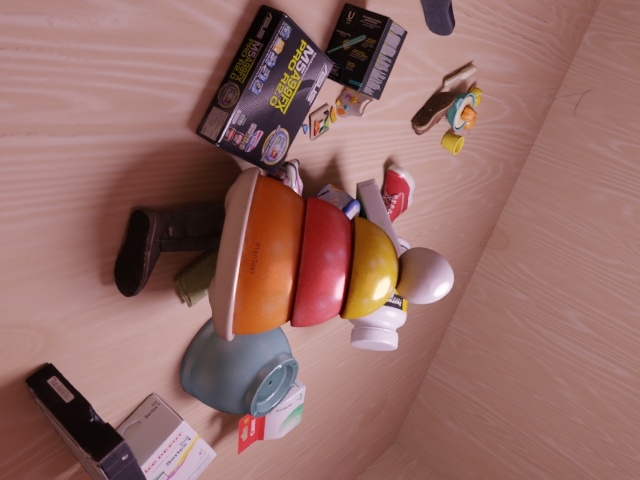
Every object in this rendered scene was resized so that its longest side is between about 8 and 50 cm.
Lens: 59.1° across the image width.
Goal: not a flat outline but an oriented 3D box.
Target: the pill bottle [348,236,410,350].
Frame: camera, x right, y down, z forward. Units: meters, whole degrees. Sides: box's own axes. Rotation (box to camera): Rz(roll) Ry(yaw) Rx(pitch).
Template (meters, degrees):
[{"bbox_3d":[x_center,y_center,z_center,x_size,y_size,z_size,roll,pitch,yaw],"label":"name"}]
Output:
[{"bbox_3d":[0.177,0.161,1.744,0.188,0.187,0.334,51,42,-61],"label":"pill bottle"}]

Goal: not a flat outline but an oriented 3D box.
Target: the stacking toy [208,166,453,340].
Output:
[{"bbox_3d":[0.034,0.060,1.149,0.350,0.479,0.351,-170,-90,-86],"label":"stacking toy"}]

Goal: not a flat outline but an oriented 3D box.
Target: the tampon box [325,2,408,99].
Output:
[{"bbox_3d":[0.093,-0.413,1.242,0.101,0.120,0.161,0,118,-58],"label":"tampon box"}]

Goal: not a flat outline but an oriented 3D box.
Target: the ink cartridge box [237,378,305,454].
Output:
[{"bbox_3d":[-0.143,0.534,1.675,0.224,0.056,0.181,-32,143,-39],"label":"ink cartridge box"}]

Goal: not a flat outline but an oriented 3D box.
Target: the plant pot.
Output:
[{"bbox_3d":[-0.181,0.324,1.444,0.293,0.196,0.293,-40,147,-33],"label":"plant pot"}]

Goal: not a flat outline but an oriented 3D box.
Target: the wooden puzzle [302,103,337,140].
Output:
[{"bbox_3d":[0.001,-0.280,1.340,0.116,0.014,0.079,-45,149,-25],"label":"wooden puzzle"}]

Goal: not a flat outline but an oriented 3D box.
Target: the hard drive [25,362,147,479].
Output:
[{"bbox_3d":[-0.423,0.406,1.079,0.064,0.236,0.339,-40,148,-32],"label":"hard drive"}]

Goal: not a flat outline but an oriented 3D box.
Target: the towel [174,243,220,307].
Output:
[{"bbox_3d":[-0.254,0.073,1.254,0.148,0.027,0.110,-43,148,-27],"label":"towel"}]

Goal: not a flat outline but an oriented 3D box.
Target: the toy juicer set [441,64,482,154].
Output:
[{"bbox_3d":[0.499,-0.461,1.909,0.209,0.089,0.329,-48,150,-20],"label":"toy juicer set"}]

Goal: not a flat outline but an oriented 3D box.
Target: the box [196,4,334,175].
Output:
[{"bbox_3d":[-0.101,-0.284,1.114,0.270,0.060,0.216,-61,152,4],"label":"box"}]

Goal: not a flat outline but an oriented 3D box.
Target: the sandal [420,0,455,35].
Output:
[{"bbox_3d":[0.299,-0.618,1.427,0.254,0.097,0.055,52,60,-72],"label":"sandal"}]

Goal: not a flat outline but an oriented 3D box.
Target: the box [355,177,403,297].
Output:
[{"bbox_3d":[0.150,0.009,1.532,0.058,0.233,0.322,-15,157,-6],"label":"box"}]

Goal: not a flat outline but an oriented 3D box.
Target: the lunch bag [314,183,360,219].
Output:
[{"bbox_3d":[0.000,0.000,1.450,0.243,0.114,0.303,-57,169,-10],"label":"lunch bag"}]

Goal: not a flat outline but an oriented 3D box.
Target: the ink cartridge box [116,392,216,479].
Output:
[{"bbox_3d":[-0.395,0.527,1.376,0.201,0.117,0.278,-46,150,-23],"label":"ink cartridge box"}]

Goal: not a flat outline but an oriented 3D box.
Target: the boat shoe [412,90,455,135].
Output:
[{"bbox_3d":[0.351,-0.396,1.762,0.178,0.064,0.060,-44,155,-14],"label":"boat shoe"}]

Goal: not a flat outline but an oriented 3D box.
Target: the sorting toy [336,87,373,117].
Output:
[{"bbox_3d":[0.086,-0.331,1.362,0.083,0.075,0.045,-57,153,-5],"label":"sorting toy"}]

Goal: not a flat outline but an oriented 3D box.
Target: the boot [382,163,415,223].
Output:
[{"bbox_3d":[0.215,-0.119,1.787,0.176,0.088,0.244,-50,155,-15],"label":"boot"}]

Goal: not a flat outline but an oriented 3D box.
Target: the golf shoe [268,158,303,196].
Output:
[{"bbox_3d":[-0.067,-0.108,1.340,0.086,0.067,0.186,-42,149,-29],"label":"golf shoe"}]

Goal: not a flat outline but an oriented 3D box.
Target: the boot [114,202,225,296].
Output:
[{"bbox_3d":[-0.287,0.013,1.106,0.208,0.076,0.190,-11,129,-64],"label":"boot"}]
